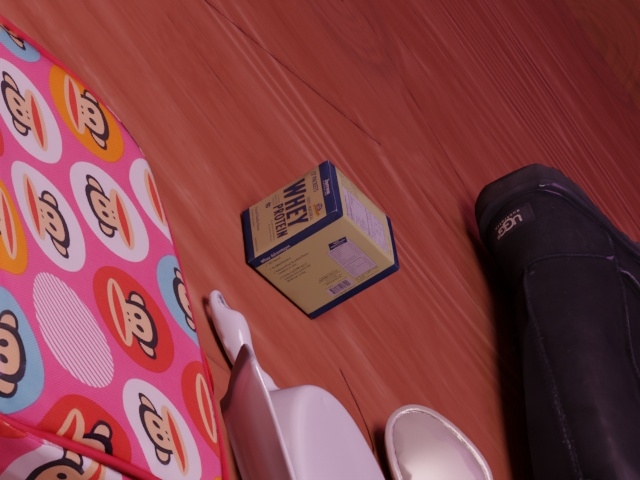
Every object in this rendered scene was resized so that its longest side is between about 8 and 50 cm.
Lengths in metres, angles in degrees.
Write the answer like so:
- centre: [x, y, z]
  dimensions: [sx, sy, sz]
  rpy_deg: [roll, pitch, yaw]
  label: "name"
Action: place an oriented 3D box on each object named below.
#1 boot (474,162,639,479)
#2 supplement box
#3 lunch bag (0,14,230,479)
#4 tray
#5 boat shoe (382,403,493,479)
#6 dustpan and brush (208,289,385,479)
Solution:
- centre: [0.307, 0.175, 1.792]
  dimensions: [0.367, 0.146, 0.445]
  rpy_deg: [34, 27, -30]
  label: "boot"
- centre: [0.000, 0.000, 1.433]
  dimensions: [0.083, 0.083, 0.056]
  rpy_deg: [43, 25, -38]
  label: "supplement box"
- centre: [-0.149, 0.027, 1.007]
  dimensions: [0.258, 0.120, 0.293]
  rpy_deg: [35, 30, -48]
  label: "lunch bag"
- centre: [-0.012, 0.194, 1.102]
  dimensions: [0.145, 0.030, 0.270]
  rpy_deg: [-170, -118, -87]
  label: "tray"
- centre: [0.106, 0.219, 1.439]
  dimensions: [0.206, 0.075, 0.065]
  rpy_deg: [55, -23, 6]
  label: "boat shoe"
- centre: [-0.021, 0.122, 1.275]
  dimensions: [0.147, 0.060, 0.211]
  rpy_deg: [15, 55, -64]
  label: "dustpan and brush"
